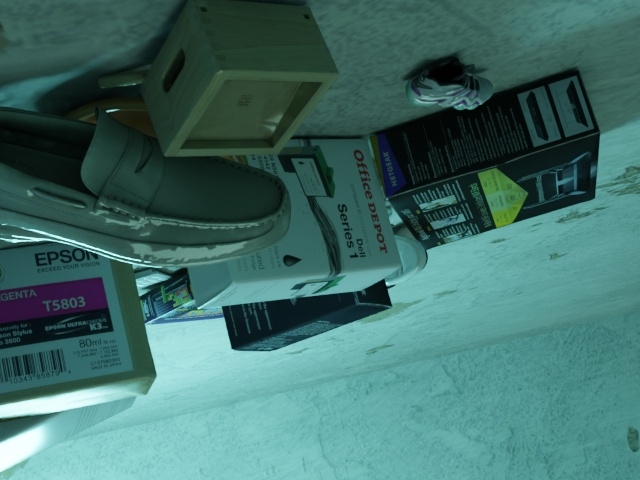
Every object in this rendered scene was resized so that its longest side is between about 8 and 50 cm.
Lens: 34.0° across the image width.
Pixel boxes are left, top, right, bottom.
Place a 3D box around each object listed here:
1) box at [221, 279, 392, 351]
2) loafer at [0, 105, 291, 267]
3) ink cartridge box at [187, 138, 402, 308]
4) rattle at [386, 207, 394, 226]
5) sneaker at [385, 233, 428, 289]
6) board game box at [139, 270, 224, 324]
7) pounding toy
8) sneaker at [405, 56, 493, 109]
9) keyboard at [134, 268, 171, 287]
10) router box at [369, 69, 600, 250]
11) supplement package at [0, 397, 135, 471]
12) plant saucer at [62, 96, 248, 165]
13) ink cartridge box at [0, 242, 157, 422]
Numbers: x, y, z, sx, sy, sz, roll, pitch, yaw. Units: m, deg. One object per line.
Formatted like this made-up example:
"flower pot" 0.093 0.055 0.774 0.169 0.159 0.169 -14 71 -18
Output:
"box" -0.029 0.050 1.416 0.207 0.153 0.108 -21 164 26
"loafer" -0.177 -0.051 0.868 0.319 0.112 0.111 5 135 -13
"ink cartridge box" -0.037 -0.023 1.125 0.219 0.160 0.092 -5 163 -35
"rattle" 0.000 0.000 1.502 0.130 0.143 0.199 -44 171 -42
"sneaker" 0.110 0.035 1.664 0.121 0.079 0.217 -4 171 -45
"board game box" -0.171 0.083 1.597 0.141 0.048 0.170 -28 163 39
"pounding toy" -0.087 -0.131 0.844 0.130 0.100 0.141 -4 152 -36
"sneaker" 0.140 -0.157 1.031 0.098 0.038 0.069 -8 165 -24
"keyboard" -0.345 0.084 1.514 0.256 0.014 0.072 -16 165 7
"router box" 0.210 -0.085 1.281 0.243 0.081 0.309 -17 165 9
"supplement package" -0.399 0.180 1.344 0.293 0.175 0.177 -24 165 -28
"plant saucer" -0.163 -0.060 0.968 0.200 0.037 0.200 -2 137 -1
"ink cartridge box" -0.332 0.105 1.249 0.235 0.193 0.088 -9 159 -23
